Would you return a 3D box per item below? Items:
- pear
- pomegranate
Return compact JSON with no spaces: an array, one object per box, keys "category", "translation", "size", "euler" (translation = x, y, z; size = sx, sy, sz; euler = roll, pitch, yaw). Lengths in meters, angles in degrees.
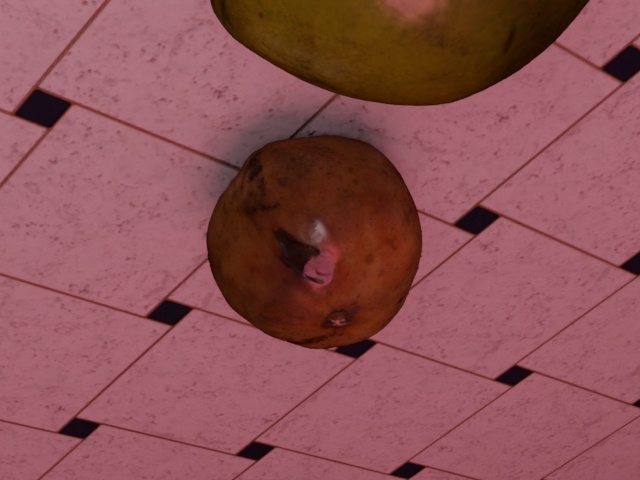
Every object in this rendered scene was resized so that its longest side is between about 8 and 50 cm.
[{"category":"pear","translation":[0.092,-0.294,1.278],"size":[0.413,0.352,0.352],"euler":[-16,144,-13]},{"category":"pomegranate","translation":[0.000,0.000,1.678],"size":[0.281,0.281,0.281],"euler":[-9,143,-7]}]
